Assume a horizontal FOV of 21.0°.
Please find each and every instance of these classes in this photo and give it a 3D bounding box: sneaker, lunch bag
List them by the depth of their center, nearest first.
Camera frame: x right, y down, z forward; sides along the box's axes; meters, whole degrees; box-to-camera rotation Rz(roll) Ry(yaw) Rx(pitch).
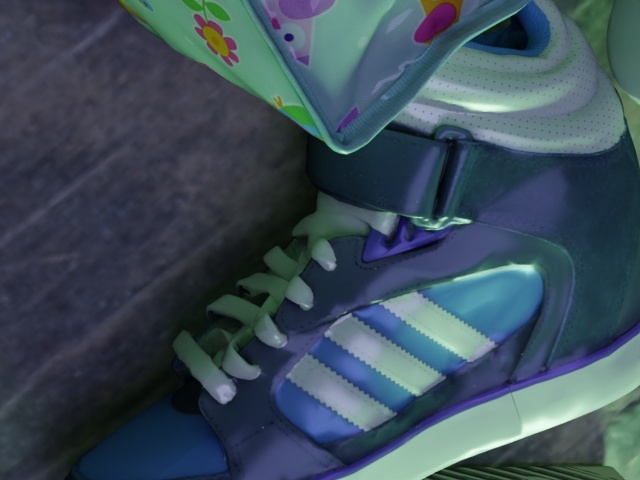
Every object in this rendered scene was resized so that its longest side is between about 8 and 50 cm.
[{"bbox_3d":[-0.048,-0.193,0.653,0.160,0.223,0.262,-39,120,-10],"label":"lunch bag"},{"bbox_3d":[0.000,0.000,0.831,0.322,0.130,0.236,-19,109,-9],"label":"sneaker"}]

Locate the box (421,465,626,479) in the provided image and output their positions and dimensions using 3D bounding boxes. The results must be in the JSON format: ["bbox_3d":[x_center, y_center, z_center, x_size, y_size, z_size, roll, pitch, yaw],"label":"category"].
[{"bbox_3d":[0.056,0.192,0.946,0.275,0.094,0.113,4,111,-25],"label":"box"}]

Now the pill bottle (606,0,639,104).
[{"bbox_3d":[0.301,-0.054,0.893,0.318,0.176,0.176,30,98,-31],"label":"pill bottle"}]
